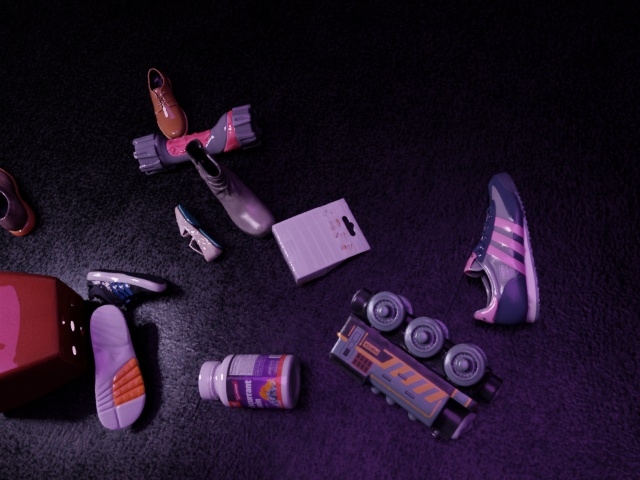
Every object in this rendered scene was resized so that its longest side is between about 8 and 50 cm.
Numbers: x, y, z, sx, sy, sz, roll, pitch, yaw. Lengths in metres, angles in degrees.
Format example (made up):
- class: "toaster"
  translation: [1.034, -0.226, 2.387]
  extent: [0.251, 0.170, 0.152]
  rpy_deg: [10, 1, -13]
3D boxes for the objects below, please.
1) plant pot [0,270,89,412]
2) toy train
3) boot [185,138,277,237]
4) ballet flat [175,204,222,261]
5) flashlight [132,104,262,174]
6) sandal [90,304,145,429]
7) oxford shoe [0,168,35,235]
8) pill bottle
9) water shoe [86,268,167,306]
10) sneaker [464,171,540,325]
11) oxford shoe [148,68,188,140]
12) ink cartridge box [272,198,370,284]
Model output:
- class: "plant pot"
  translation: [-0.653, 0.209, 1.321]
  extent: [0.235, 0.267, 0.268]
  rpy_deg: [-10, 69, -6]
- class: "toy train"
  translation: [0.178, 0.235, 1.184]
  extent: [0.333, 0.142, 0.190]
  rpy_deg: [34, 94, 19]
- class: "boot"
  translation: [-0.210, -0.114, 1.367]
  extent: [0.083, 0.161, 0.246]
  rpy_deg: [-44, 68, -4]
- class: "ballet flat"
  translation: [-0.296, -0.016, 1.412]
  extent: [0.052, 0.057, 0.168]
  rpy_deg: [-48, 68, 5]
- class: "flashlight"
  translation: [-0.297, -0.244, 1.460]
  extent: [0.303, 0.103, 0.103]
  rpy_deg: [-11, 80, 7]
- class: "sandal"
  translation: [-0.443, 0.274, 1.333]
  extent: [0.101, 0.076, 0.266]
  rpy_deg: [-8, 80, -15]
- class: "oxford shoe"
  translation: [-0.830, -0.127, 1.544]
  extent: [0.271, 0.098, 0.097]
  rpy_deg: [40, 84, 21]
- class: "pill bottle"
  translation: [-0.144, 0.288, 1.244]
  extent: [0.193, 0.108, 0.108]
  rpy_deg: [-2, 71, 12]
- class: "water shoe"
  translation: [-0.445, 0.115, 1.403]
  extent: [0.202, 0.073, 0.080]
  rpy_deg: [7, 95, 19]
- class: "sneaker"
  translation: [0.351, 0.013, 1.225]
  extent: [0.130, 0.112, 0.319]
  rpy_deg: [-7, 69, 7]
- class: "oxford shoe"
  translation: [-0.395, -0.342, 1.534]
  extent: [0.076, 0.076, 0.212]
  rpy_deg: [-26, 70, 1]
- class: "ink cartridge box"
  translation: [0.000, 0.000, 1.357]
  extent: [0.179, 0.045, 0.146]
  rpy_deg: [-21, 67, -15]
